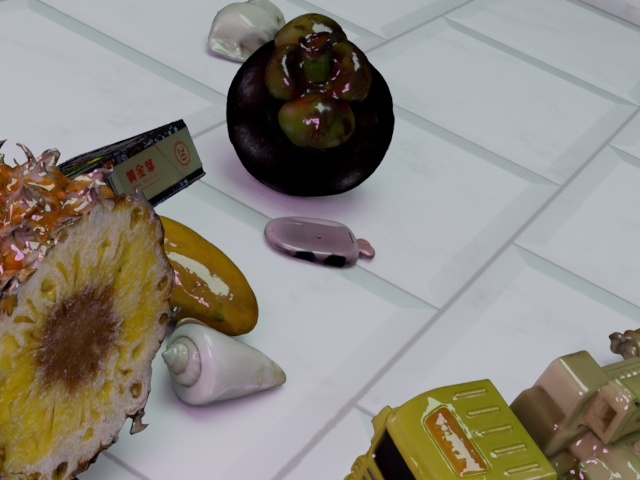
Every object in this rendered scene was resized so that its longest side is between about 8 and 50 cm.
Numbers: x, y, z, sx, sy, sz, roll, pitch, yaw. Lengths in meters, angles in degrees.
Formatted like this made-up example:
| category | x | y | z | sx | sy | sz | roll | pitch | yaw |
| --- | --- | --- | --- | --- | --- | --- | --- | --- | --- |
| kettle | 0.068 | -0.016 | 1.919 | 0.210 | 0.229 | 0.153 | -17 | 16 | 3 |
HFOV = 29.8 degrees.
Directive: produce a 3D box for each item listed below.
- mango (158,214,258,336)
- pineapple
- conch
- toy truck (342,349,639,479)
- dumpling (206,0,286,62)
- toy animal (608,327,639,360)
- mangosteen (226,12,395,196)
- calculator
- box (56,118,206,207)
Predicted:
| category | x | y | z | sx | sy | sz | roll | pitch | yaw |
| --- | --- | --- | --- | --- | --- | --- | --- | --- | --- |
| mango | -0.171 | 0.047 | 1.473 | 0.227 | 0.109 | 0.147 | 35 | 9 | 27 |
| pineapple | -0.327 | 0.064 | 1.121 | 0.300 | 0.352 | 0.352 | 13 | 28 | 17 |
| conch | -0.112 | 0.134 | 1.375 | 0.176 | 0.094 | 0.104 | -6 | 5 | -42 |
| toy truck | 0.234 | 0.235 | 1.250 | 0.405 | 0.254 | 0.180 | -6 | 42 | -31 |
| dumpling | -0.125 | -0.388 | 2.246 | 0.150 | 0.092 | 0.176 | 37 | 27 | 5 |
| toy animal | 0.538 | 0.201 | 1.626 | 0.312 | 0.097 | 0.157 | 22 | 24 | 3 |
| mangosteen | -0.018 | -0.208 | 1.807 | 0.233 | 0.287 | 0.287 | 8 | 23 | 29 |
| calculator | 0.000 | 0.000 | 1.725 | 0.166 | 0.024 | 0.103 | 7 | 31 | -17 |
| box | -0.303 | -0.045 | 1.471 | 0.198 | 0.084 | 0.310 | -15 | 14 | 31 |
